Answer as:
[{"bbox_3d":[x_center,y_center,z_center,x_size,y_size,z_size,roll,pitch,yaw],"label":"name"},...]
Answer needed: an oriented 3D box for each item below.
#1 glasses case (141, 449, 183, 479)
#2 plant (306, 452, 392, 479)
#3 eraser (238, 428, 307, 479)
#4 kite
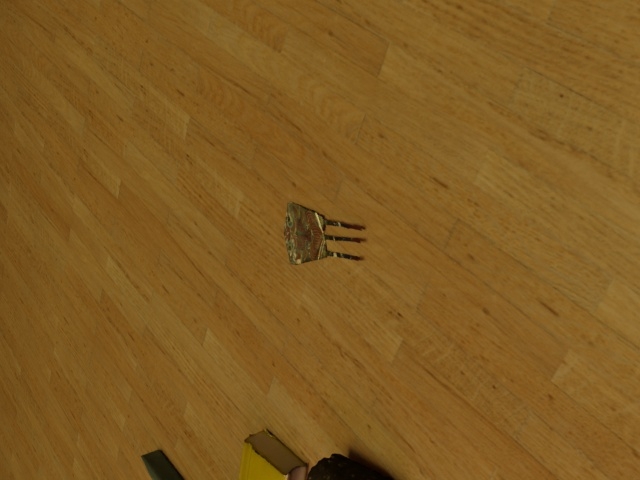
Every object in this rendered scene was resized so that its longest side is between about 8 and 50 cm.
[{"bbox_3d":[-0.385,0.680,1.861,0.266,0.056,0.105,36,147,37],"label":"glasses case"},{"bbox_3d":[0.065,0.489,1.264,0.194,0.129,0.132,29,121,45],"label":"plant"},{"bbox_3d":[-0.115,0.550,1.515,0.158,0.069,0.226,26,116,39],"label":"eraser"},{"bbox_3d":[0.002,-0.001,1.316,0.229,0.016,0.127,13,111,49],"label":"kite"}]
